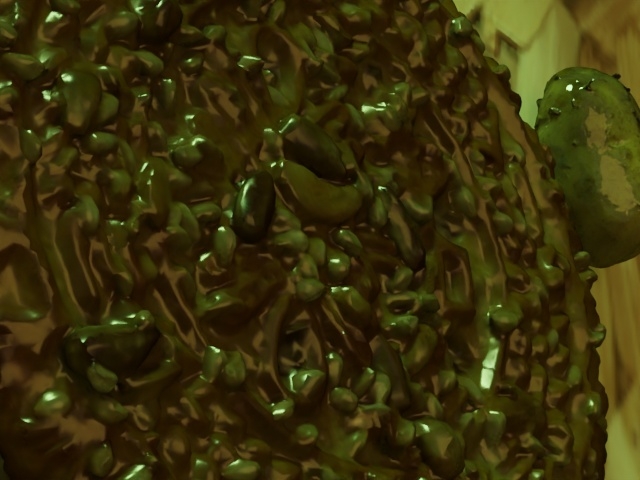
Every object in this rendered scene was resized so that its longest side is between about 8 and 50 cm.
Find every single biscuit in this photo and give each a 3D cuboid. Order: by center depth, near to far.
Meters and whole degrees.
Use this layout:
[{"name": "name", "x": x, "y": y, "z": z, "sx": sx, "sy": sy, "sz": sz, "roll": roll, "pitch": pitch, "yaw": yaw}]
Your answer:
[{"name": "biscuit", "x": 0.000, "y": 0.000, "z": 0.580, "sx": 0.305, "sy": 0.038, "sz": 0.305, "roll": 26, "pitch": 52, "yaw": -38}]

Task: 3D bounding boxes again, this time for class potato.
[{"name": "potato", "x": 0.109, "y": -0.029, "z": 0.718, "sx": 0.051, "sy": 0.040, "sz": 0.083, "roll": -2, "pitch": 76, "yaw": -25}]
